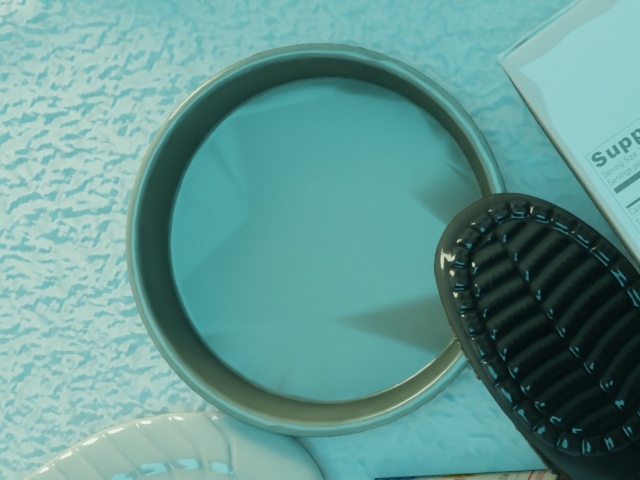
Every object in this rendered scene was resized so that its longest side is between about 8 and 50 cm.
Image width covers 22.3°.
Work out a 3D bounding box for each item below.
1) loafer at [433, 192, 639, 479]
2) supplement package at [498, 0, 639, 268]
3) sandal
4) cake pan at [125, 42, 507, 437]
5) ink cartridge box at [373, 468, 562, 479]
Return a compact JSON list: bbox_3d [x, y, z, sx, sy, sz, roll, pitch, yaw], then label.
[{"bbox_3d":[0.201,0.132,1.138,0.134,0.130,0.366,-35,85,-12],"label":"loafer"},{"bbox_3d":[0.279,-0.047,1.109,0.175,0.177,0.293,-35,82,9],"label":"supplement package"},{"bbox_3d":[-0.191,0.257,1.240,0.416,0.102,0.169,-25,69,-3],"label":"sandal"},{"bbox_3d":[0.000,0.000,1.228,0.293,0.054,0.293,0,88,12],"label":"cake pan"},{"bbox_3d":[0.121,0.201,1.172,0.181,0.104,0.061,-4,89,11],"label":"ink cartridge box"}]
